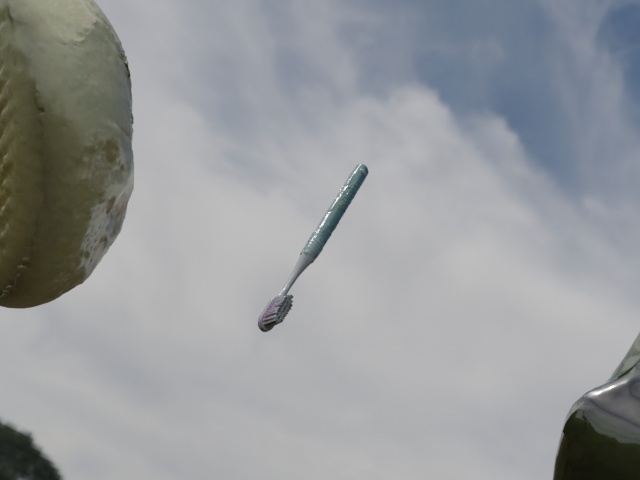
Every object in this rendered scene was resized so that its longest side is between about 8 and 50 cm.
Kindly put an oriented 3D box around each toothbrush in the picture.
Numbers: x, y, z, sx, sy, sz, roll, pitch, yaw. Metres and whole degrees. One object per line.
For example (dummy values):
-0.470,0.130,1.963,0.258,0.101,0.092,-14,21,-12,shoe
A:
0.000,0.000,0.778,0.014,0.167,0.011,-23,-67,37,toothbrush

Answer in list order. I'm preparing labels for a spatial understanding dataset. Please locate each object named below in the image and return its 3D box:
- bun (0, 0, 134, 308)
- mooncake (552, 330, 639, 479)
-0.224,-0.087,1.026,0.146,0.287,0.287,-11,3,-32,bun
0.324,0.114,0.949,0.187,0.351,0.351,22,-17,29,mooncake
